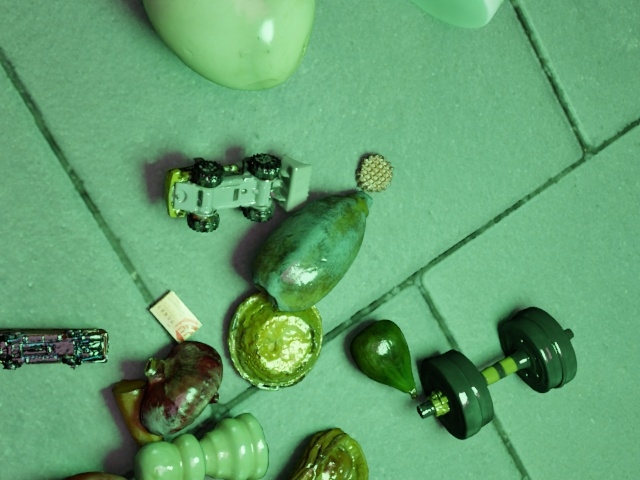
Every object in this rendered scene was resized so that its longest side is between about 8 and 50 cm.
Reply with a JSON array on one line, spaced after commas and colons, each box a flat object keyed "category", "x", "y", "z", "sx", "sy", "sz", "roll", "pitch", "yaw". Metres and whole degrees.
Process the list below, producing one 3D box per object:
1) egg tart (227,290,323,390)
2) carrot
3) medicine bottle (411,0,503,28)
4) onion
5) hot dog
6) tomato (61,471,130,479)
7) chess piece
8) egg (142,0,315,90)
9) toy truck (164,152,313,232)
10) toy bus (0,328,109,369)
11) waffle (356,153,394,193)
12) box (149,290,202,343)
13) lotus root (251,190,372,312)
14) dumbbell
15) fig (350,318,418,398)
[{"category": "egg tart", "x": -0.083, "y": 0.197, "z": 1.877, "sx": 0.212, "sy": 0.090, "sz": 0.212, "roll": -2, "pitch": 96, "yaw": -17}, {"category": "carrot", "x": -0.332, "y": 0.362, "z": 1.812, "sx": 0.072, "sy": 0.072, "sz": 0.205, "roll": -22, "pitch": 107, "yaw": -17}, {"category": "medicine bottle", "x": 0.291, "y": -0.592, "z": 1.884, "sx": 0.252, "sy": 0.252, "sz": 0.241, "roll": 35, "pitch": 81, "yaw": -17}, {"category": "onion", "x": -0.253, "y": 0.274, "z": 1.776, "sx": 0.151, "sy": 0.098, "sz": 0.206, "roll": 53, "pitch": 56, "yaw": -38}, {"category": "hot dog", "x": 0.002, "y": 0.507, "z": 1.902, "sx": 0.175, "sy": 0.114, "sz": 0.259, "roll": 32, "pitch": 82, "yaw": -19}, {"category": "tomato", "x": -0.410, "y": 0.555, "z": 1.702, "sx": 0.270, "sy": 0.227, "sz": 0.270, "roll": -2, "pitch": 95, "yaw": -21}, {"category": "chess piece", "x": -0.231, "y": 0.412, "z": 1.785, "sx": 0.243, "sy": 0.133, "sz": 0.133, "roll": -8, "pitch": 95, "yaw": -31}, {"category": "egg", "x": -0.170, "y": -0.435, "z": 1.716, "sx": 0.345, "sy": 0.283, "sz": 0.283, "roll": 31, "pitch": 82, "yaw": -4}, {"category": "toy truck", "x": -0.160, "y": -0.105, "z": 1.821, "sx": 0.286, "sy": 0.111, "sz": 0.136, "roll": -8, "pitch": 126, "yaw": -27}, {"category": "toy bus", "x": -0.505, "y": 0.192, "z": 1.722, "sx": 0.235, "sy": 0.096, "sz": 0.073, "roll": 2, "pitch": 92, "yaw": -20}, {"category": "waffle", "x": 0.112, "y": -0.136, "z": 1.958, "sx": 0.075, "sy": 0.029, "sz": 0.083, "roll": 12, "pitch": 91, "yaw": -16}, {"category": "box", "x": -0.281, "y": 0.150, "z": 1.840, "sx": 0.058, "sy": 0.015, "sz": 0.093, "roll": -42, "pitch": 104, "yaw": -11}, {"category": "lotus root", "x": 0.000, "y": 0.000, "z": 1.853, "sx": 0.158, "sy": 0.140, "sz": 0.322, "roll": 36, "pitch": 66, "yaw": 16}, {"category": "dumbbell", "x": 0.371, "y": 0.275, "z": 1.987, "sx": 0.388, "sy": 0.185, "sz": 0.185, "roll": -24, "pitch": 100, "yaw": -17}, {"category": "fig", "x": 0.139, "y": 0.250, "z": 1.940, "sx": 0.117, "sy": 0.117, "sz": 0.177, "roll": -37, "pitch": 99, "yaw": -14}]
